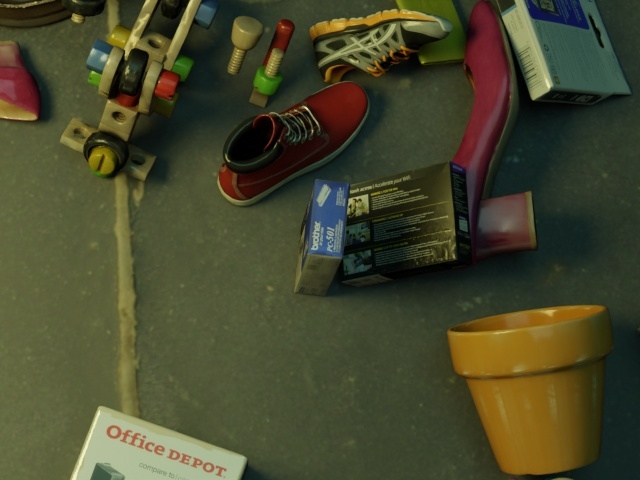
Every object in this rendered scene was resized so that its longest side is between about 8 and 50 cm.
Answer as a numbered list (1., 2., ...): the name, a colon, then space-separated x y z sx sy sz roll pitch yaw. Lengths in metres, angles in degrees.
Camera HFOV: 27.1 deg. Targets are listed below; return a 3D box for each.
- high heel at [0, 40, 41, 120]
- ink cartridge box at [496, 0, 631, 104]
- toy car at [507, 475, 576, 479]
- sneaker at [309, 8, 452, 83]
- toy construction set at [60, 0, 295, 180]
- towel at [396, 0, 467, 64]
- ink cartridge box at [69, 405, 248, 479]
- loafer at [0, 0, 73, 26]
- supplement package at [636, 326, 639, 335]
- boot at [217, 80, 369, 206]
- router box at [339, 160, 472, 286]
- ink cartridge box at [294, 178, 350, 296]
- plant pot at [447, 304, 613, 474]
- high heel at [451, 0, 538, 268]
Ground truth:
1. high heel: -0.496 -0.186 1.748 0.244 0.082 0.117 -13 66 -23
2. ink cartridge box: 0.334 -0.290 1.855 0.208 0.045 0.206 -3 70 -46
3. toy car: 0.258 0.361 1.660 0.182 0.159 0.136 -27 43 -12
4. sneaker: 0.084 -0.265 1.801 0.215 0.084 0.083 -5 86 36
5. toy construction set: -0.207 -0.200 1.753 0.309 0.237 0.257 4 43 -22
6. towel: 0.135 -0.355 1.874 0.102 0.021 0.237 -11 75 -36
7. ink cartridge box: -0.222 0.361 1.607 0.197 0.114 0.273 19 73 0
8. loafer: -0.315 -0.401 1.800 0.366 0.130 0.134 -20 78 -11
9. supplement package: 0.571 0.113 1.752 0.244 0.134 0.139 -25 78 -12
10. boot: -0.027 -0.149 1.739 0.244 0.176 0.088 -37 80 -16
11. router box: 0.107 -0.020 1.731 0.179 0.046 0.133 -12 73 33
12. ink cartridge box: 0.000 0.000 1.683 0.046 0.207 0.097 7 74 -4
13. plant pot: 0.275 0.190 1.679 0.205 0.205 0.188 -9 91 -9
14. high heel: 0.184 -0.148 1.798 0.181 0.127 0.377 -8 67 10
